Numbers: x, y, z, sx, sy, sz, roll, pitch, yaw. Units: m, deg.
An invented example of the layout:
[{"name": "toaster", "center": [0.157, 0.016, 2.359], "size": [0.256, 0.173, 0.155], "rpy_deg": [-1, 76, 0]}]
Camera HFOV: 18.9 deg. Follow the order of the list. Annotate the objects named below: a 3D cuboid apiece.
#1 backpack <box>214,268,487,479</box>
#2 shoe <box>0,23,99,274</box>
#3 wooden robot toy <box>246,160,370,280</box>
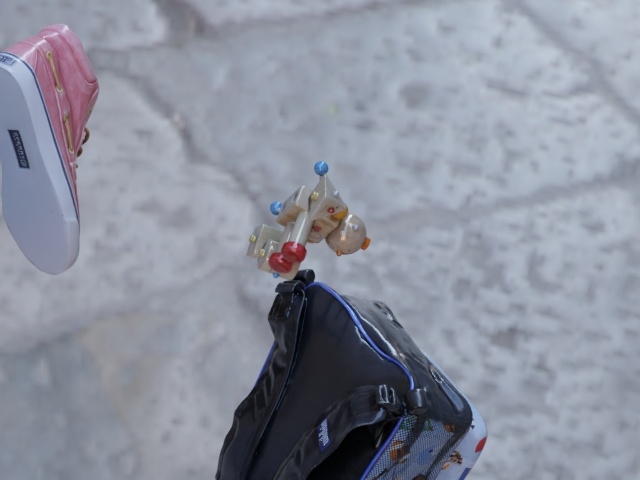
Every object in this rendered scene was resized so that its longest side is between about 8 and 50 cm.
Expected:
[{"name": "backpack", "center": [0.023, 0.211, 2.014], "size": [0.213, 0.263, 0.276], "rpy_deg": [27, 14, -36]}, {"name": "shoe", "center": [-0.193, -0.067, 1.405], "size": [0.063, 0.178, 0.081], "rpy_deg": [9, 34, 32]}, {"name": "wooden robot toy", "center": [0.000, 0.000, 1.597], "size": [0.079, 0.173, 0.076], "rpy_deg": [22, 62, -16]}]
